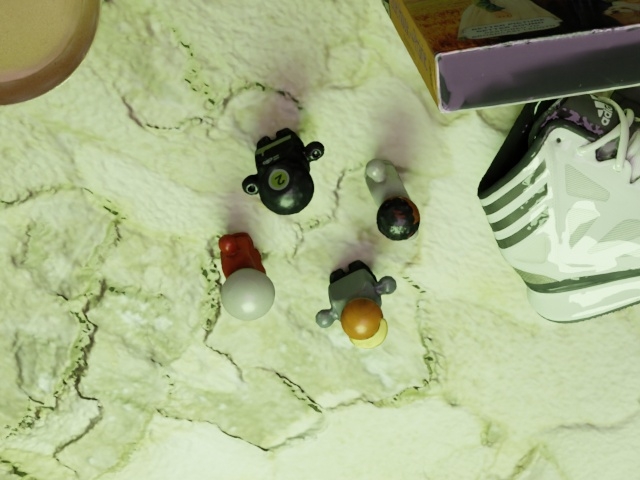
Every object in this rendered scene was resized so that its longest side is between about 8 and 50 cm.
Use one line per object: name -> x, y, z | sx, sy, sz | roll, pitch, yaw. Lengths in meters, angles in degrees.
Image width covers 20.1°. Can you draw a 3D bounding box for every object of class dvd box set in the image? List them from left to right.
dvd box set -> 0.231, -0.232, 1.765 | 0.308, 0.420, 0.062 | -8, 111, -2

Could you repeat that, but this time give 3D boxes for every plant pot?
plant pot -> -0.349, -0.257, 1.905 | 0.236, 0.032, 0.236 | -2, 114, -4

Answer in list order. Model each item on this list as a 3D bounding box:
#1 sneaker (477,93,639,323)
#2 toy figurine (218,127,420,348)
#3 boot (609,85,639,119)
sneaker -> 0.371, -0.077, 1.920 | 0.447, 0.169, 0.257 | -21, 126, 25
toy figurine -> 0.000, 0.000, 1.992 | 0.209, 0.148, 0.213 | 17, 111, -13
boot -> 0.403, -0.118, 2.033 | 0.198, 0.077, 0.137 | 31, 113, -6
